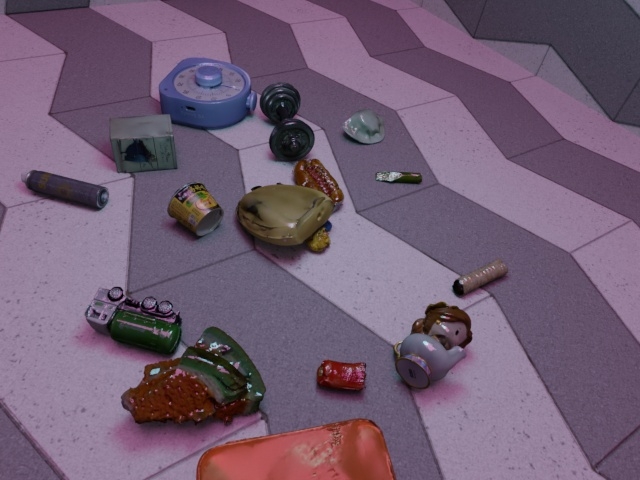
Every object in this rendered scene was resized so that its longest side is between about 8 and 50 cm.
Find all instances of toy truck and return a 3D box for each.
[{"bbox_3d":[-0.472,0.210,1.225,0.243,0.101,0.125,16,58,3],"label":"toy truck"}]

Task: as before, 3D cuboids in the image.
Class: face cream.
[{"bbox_3d":[-0.837,-0.172,1.548,0.284,0.073,0.073,14,46,5],"label":"face cream"}]

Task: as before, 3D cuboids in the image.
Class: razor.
[{"bbox_3d":[-0.053,-0.116,1.648,0.253,0.042,0.082,41,16,25],"label":"razor"}]

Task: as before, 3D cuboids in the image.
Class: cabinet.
[{"bbox_3d":[-0.631,-0.346,1.701,0.206,0.145,0.150,-8,48,-16],"label":"cabinet"}]

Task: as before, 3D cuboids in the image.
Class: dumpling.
[{"bbox_3d":[0.194,-0.490,2.003,0.219,0.108,0.152,-29,56,-28],"label":"dumpling"}]

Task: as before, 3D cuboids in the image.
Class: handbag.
[{"bbox_3d":[-0.035,0.545,0.964,0.410,0.116,0.303,-5,50,-13],"label":"handbag"}]

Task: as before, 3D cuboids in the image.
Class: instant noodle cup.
[{"bbox_3d":[-0.390,-0.093,1.508,0.122,0.151,0.151,44,54,16],"label":"instant noodle cup"}]

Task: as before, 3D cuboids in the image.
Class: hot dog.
[{"bbox_3d":[-0.013,-0.203,1.714,0.144,0.075,0.268,-14,52,-25],"label":"hot dog"}]

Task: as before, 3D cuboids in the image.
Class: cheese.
[{"bbox_3d":[-0.138,-0.094,1.533,0.316,0.128,0.259,19,37,27],"label":"cheese"}]

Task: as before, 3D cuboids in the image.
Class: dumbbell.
[{"bbox_3d":[-0.137,-0.475,1.886,0.179,0.179,0.406,-5,46,-14],"label":"dumbbell"}]

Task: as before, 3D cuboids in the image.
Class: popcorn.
[{"bbox_3d":[0.000,0.000,1.538,0.084,0.084,0.084,5,46,-5],"label":"popcorn"}]

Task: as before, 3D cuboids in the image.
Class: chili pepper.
[{"bbox_3d":[0.052,0.340,1.205,0.123,0.073,0.070,8,3,-5],"label":"chili pepper"}]

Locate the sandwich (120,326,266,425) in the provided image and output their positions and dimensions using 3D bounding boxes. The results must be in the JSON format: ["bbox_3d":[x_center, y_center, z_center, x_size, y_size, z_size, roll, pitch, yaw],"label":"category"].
[{"bbox_3d":[-0.304,0.318,1.102,0.301,0.162,0.250,-19,48,-29],"label":"sandwich"}]

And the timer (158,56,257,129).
[{"bbox_3d":[-0.450,-0.626,1.986,0.395,0.173,0.395,5,45,-5],"label":"timer"}]

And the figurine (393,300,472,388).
[{"bbox_3d":[0.307,0.267,1.269,0.189,0.142,0.263,14,40,37],"label":"figurine"}]

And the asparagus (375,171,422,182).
[{"bbox_3d":[0.301,-0.246,1.831,0.178,0.041,0.045,1,38,-7],"label":"asparagus"}]

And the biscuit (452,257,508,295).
[{"bbox_3d":[0.507,0.113,1.506,0.219,0.055,0.061,-18,71,-26],"label":"biscuit"}]
